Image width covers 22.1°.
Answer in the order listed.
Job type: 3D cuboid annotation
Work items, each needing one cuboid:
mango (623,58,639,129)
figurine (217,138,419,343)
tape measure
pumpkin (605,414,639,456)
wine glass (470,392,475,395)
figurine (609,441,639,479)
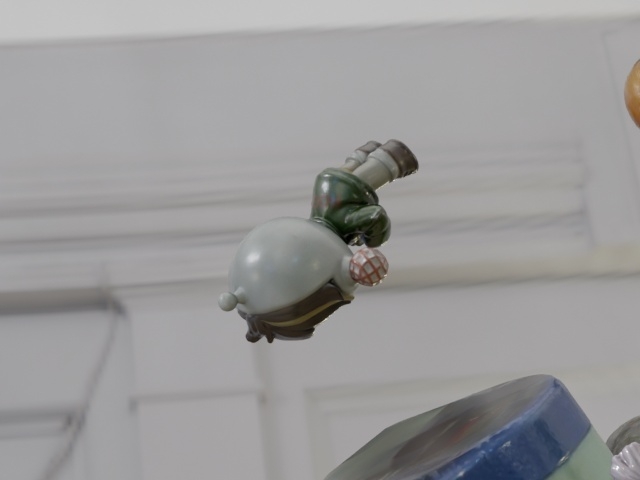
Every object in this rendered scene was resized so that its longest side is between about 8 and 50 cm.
[{"bbox_3d":[0.449,-0.152,1.887,0.219,0.145,0.112,14,-63,-25],"label":"mango"},{"bbox_3d":[0.000,0.000,2.359,0.281,0.370,0.167,5,-42,54],"label":"figurine"},{"bbox_3d":[0.128,0.230,1.426,0.262,0.138,0.259,-26,4,30],"label":"tape measure"},{"bbox_3d":[0.510,0.356,2.372,0.159,0.238,0.238,-37,-30,0],"label":"pumpkin"},{"bbox_3d":[0.202,0.282,1.747,0.103,0.231,0.103,-40,-6,-5],"label":"wine glass"},{"bbox_3d":[0.295,0.223,1.185,0.240,0.174,0.116,-25,-21,34],"label":"figurine"}]
